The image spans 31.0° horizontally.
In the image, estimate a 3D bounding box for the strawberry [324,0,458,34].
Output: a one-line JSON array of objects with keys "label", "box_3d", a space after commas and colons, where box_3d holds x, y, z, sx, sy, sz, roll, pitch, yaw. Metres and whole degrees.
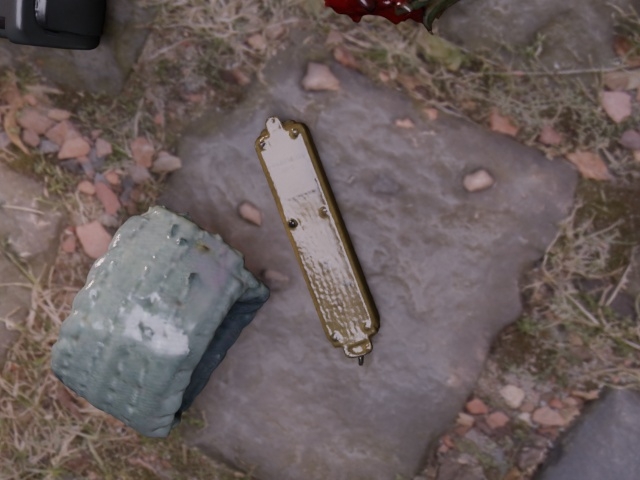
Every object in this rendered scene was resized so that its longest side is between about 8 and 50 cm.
[{"label": "strawberry", "box_3d": [0.067, -0.347, 1.207, 0.280, 0.150, 0.253, 32, 83, 5]}]

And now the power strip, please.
[{"label": "power strip", "box_3d": [0.000, 0.000, 1.329, 0.064, 0.044, 0.305, -20, 95, 12]}]

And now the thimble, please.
[{"label": "thimble", "box_3d": [-0.177, 0.092, 1.291, 0.172, 0.205, 0.250, 32, 109, 3]}]

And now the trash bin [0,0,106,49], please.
[{"label": "trash bin", "box_3d": [-0.354, -0.272, 1.276, 0.236, 0.177, 0.101, 9, 102, 11]}]
